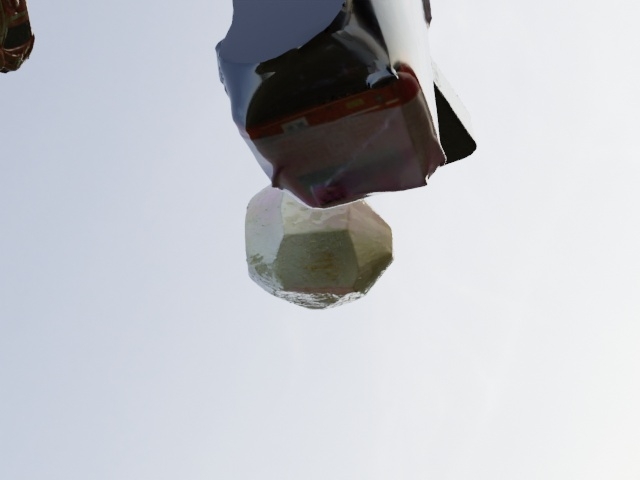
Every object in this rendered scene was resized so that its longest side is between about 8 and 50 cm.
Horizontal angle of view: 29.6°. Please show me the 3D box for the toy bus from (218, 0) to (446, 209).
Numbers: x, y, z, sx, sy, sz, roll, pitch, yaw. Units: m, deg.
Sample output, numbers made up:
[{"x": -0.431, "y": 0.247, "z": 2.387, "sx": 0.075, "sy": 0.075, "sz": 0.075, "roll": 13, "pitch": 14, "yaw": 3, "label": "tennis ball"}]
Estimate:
[{"x": 0.011, "y": -0.164, "z": 0.885, "sx": 0.128, "sy": 0.302, "sz": 0.147, "roll": -18, "pitch": -49, "yaw": 16, "label": "toy bus"}]

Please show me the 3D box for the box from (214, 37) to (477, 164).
[{"x": 0.040, "y": -0.167, "z": 1.451, "sx": 0.211, "sy": 0.058, "sz": 0.350, "roll": -18, "pitch": -28, "yaw": 18, "label": "box"}]

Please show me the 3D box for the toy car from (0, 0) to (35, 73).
[{"x": -0.308, "y": -0.223, "z": 1.182, "sx": 0.059, "sy": 0.035, "sz": 0.122, "roll": -34, "pitch": -54, "yaw": -47, "label": "toy car"}]

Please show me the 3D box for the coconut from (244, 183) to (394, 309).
[{"x": 0.000, "y": 0.000, "z": 1.846, "sx": 0.237, "sy": 0.197, "sz": 0.237, "roll": 0, "pitch": -21, "yaw": 0, "label": "coconut"}]
